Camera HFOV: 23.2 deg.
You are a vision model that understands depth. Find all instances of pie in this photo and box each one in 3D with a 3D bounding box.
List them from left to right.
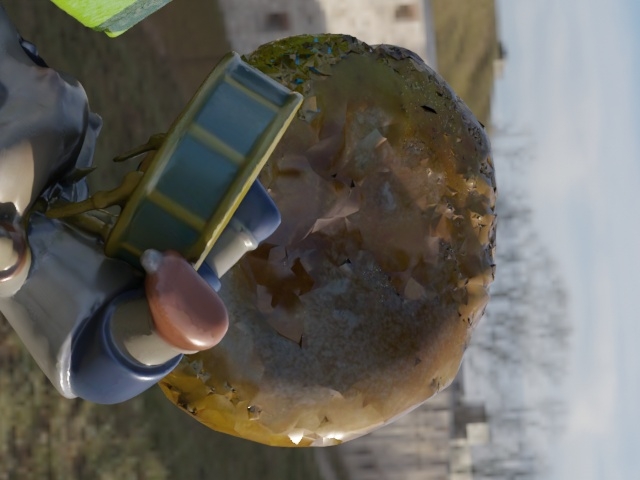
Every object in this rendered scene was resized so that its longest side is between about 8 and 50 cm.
[{"bbox_3d":[0.001,0.000,0.949,0.069,0.273,0.274,2,-84,62],"label":"pie"}]

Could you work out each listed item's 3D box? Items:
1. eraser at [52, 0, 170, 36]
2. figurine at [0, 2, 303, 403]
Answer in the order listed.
[{"bbox_3d":[-0.038,-0.224,0.832,0.092,0.274,0.210,57,3,3],"label":"eraser"},{"bbox_3d":[-0.145,-0.051,0.622,0.158,0.275,0.161,-59,-174,19],"label":"figurine"}]
